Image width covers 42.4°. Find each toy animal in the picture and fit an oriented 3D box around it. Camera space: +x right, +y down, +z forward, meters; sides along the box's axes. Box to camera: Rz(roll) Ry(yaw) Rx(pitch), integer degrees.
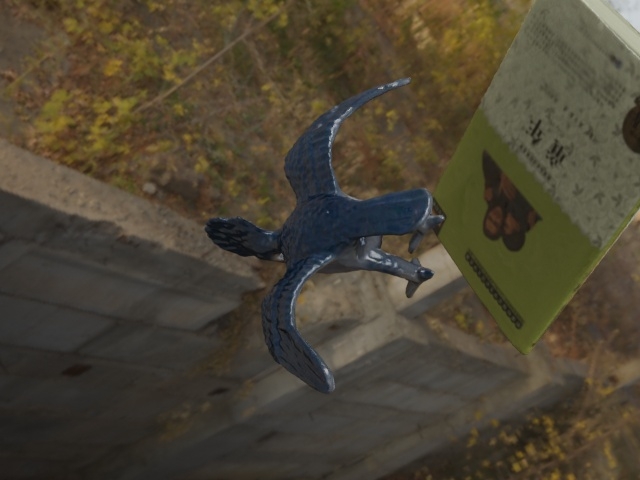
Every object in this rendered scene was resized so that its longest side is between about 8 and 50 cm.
[{"bbox_3d":[0.000,0.000,0.628,0.255,0.177,0.239,125,-26,-72],"label":"toy animal"}]

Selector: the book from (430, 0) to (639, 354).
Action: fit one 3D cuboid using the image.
[{"bbox_3d":[0.238,-0.074,0.887,0.035,0.352,0.239,-5,48,-30],"label":"book"}]
